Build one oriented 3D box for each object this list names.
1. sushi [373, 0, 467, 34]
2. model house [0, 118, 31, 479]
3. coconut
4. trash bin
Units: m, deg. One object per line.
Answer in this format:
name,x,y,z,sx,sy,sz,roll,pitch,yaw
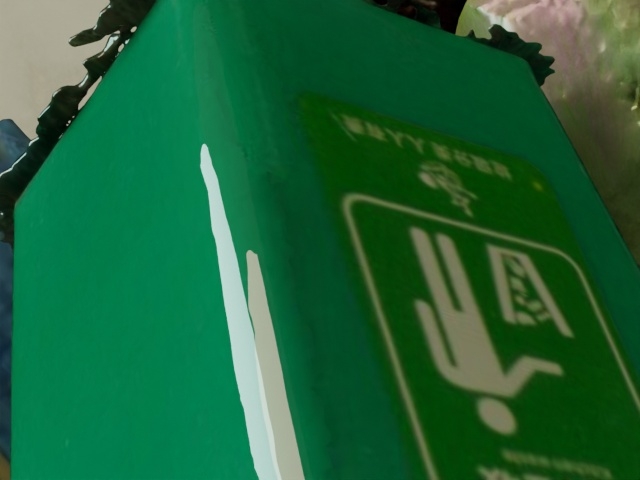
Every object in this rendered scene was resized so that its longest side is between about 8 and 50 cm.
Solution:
sushi,0.105,-0.068,0.936,0.348,0.207,0.234,-46,-32,-12
model house,-0.192,0.107,1.225,0.342,0.334,0.382,-46,-8,21
coconut,0.174,-0.081,0.704,0.204,0.236,0.236,116,178,-58
trash bin,0.008,0.113,0.537,0.295,0.259,0.381,-47,42,37
